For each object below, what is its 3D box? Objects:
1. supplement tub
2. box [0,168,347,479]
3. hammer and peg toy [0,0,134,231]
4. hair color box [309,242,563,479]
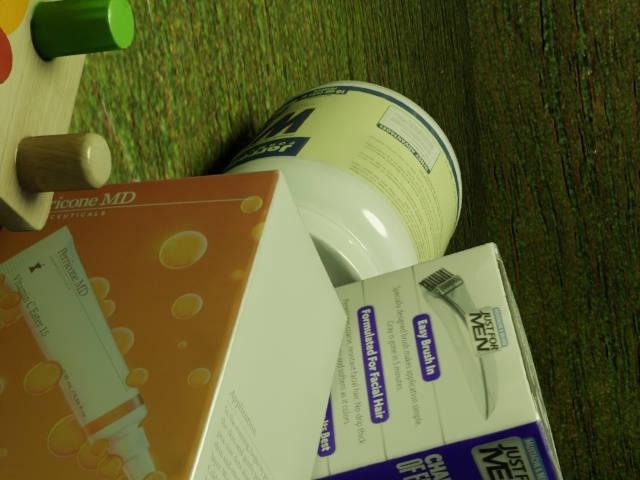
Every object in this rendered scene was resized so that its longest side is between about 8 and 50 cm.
[{"bbox_3d":[0.000,0.000,1.175,0.325,0.235,0.235,-58,142,-59],"label":"supplement tub"},{"bbox_3d":[-0.132,0.137,0.788,0.168,0.215,0.345,67,27,-43],"label":"box"},{"bbox_3d":[-0.217,-0.124,0.698,0.266,0.127,0.361,57,35,-57],"label":"hammer and peg toy"},{"bbox_3d":[0.000,0.140,0.931,0.185,0.339,0.110,-95,164,-48],"label":"hair color box"}]
